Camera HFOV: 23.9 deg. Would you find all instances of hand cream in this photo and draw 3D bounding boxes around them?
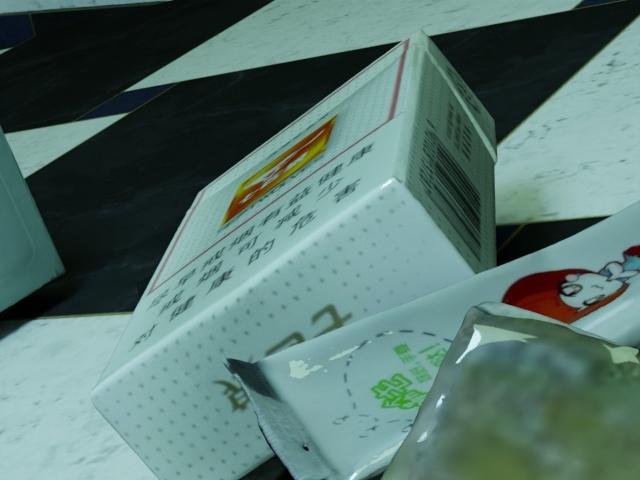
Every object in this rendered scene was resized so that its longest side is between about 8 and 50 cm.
[{"bbox_3d":[0.124,0.025,0.691,0.336,0.076,0.121,-21,24,-15],"label":"hand cream"}]

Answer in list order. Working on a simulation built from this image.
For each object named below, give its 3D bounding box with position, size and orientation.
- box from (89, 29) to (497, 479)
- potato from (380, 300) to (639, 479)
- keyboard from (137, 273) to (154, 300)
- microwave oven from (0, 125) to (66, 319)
[{"bbox_3d":[0.000,-0.001,0.919,0.210,0.095,0.330,-35,15,17],"label":"box"},{"bbox_3d":[0.086,0.167,0.462,0.189,0.211,0.264,28,78,17],"label":"potato"},{"bbox_3d":[-0.101,0.050,1.097,0.060,0.018,0.195,-28,18,-1],"label":"keyboard"},{"bbox_3d":[-0.392,0.005,1.165,0.181,0.238,0.295,-3,25,45],"label":"microwave oven"}]
